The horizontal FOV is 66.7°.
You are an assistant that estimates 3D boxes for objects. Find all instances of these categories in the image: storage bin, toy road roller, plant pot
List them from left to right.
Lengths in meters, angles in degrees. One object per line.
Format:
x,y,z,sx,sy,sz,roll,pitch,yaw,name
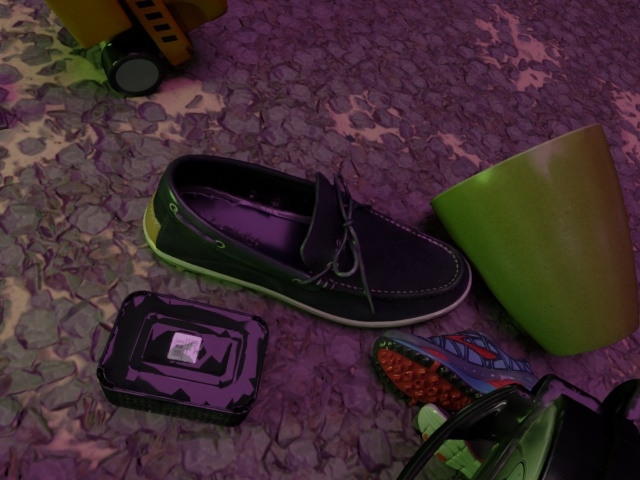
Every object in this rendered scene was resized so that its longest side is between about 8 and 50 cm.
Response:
-0.298,-0.418,0.759,0.240,0.329,0.203,-28,67,1,toy road roller
-0.164,0.147,0.600,0.180,0.084,0.122,15,57,-9,storage bin
0.359,0.016,0.760,0.274,0.275,0.294,-21,84,-27,plant pot

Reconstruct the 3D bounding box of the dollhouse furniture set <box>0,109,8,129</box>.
-0.532,-0.226,0.716,0.091,0.081,0.114,-17,66,-26,dollhouse furniture set

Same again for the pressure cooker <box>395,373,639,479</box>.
0.238,0.352,0.414,0.420,0.376,0.370,32,34,23,pressure cooker

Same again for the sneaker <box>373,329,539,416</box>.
0.195,0.182,0.699,0.261,0.104,0.125,24,38,-7,sneaker

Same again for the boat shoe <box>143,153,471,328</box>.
0.000,0.000,0.700,0.500,0.156,0.187,15,54,-9,boat shoe

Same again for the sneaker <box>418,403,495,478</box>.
0.199,0.274,0.659,0.158,0.061,0.065,46,41,4,sneaker
